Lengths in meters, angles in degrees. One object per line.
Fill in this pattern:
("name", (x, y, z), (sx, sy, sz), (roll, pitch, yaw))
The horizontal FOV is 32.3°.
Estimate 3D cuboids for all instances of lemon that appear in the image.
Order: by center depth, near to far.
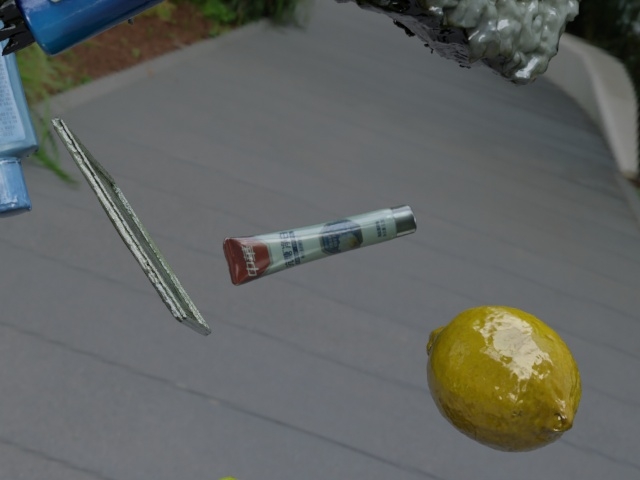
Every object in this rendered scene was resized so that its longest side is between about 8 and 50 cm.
("lemon", (0.243, 0.184, 1.485), (0.188, 0.188, 0.257), (2, 24, -42))

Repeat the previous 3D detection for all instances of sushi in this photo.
("sushi", (0.106, -0.264, 1.022), (0.182, 0.196, 0.343), (8, -11, 43))

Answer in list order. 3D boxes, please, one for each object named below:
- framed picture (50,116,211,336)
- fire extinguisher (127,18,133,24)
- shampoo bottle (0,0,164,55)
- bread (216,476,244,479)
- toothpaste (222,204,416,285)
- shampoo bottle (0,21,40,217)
("framed picture", (-0.143, -0.001, 0.876), (0.173, 0.010, 0.231), (57, -5, 5))
("fire extinguisher", (-0.228, -0.274, 1.287), (0.022, 0.028, 0.083), (-13, 29, -15))
("shampoo bottle", (-0.164, -0.195, 0.818), (0.050, 0.183, 0.087), (55, 11, -61))
("bread", (-0.101, 0.564, 1.833), (0.112, 0.383, 0.166), (-22, 26, -30))
("toothpaste", (0.000, 0.000, 1.363), (0.239, 0.062, 0.039), (-13, 10, -7))
("shampoo bottle", (-0.393, -0.153, 1.290), (0.104, 0.258, 0.061), (-14, -4, -17))
